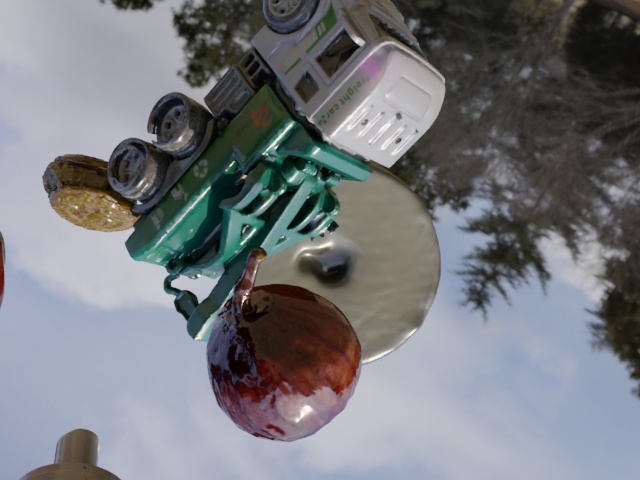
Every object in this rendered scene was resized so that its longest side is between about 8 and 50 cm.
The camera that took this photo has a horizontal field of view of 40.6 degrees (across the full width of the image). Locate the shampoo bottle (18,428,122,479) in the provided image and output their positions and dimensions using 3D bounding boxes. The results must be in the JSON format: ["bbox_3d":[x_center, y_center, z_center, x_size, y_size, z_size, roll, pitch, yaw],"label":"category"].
[{"bbox_3d":[-0.153,0.236,0.489,0.092,0.092,0.303,19,-147,-22],"label":"shampoo bottle"}]

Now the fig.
[{"bbox_3d":[-0.029,0.088,0.663,0.128,0.128,0.150,31,161,9],"label":"fig"}]

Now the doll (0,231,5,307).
[{"bbox_3d":[-0.245,0.038,0.544,0.085,0.183,0.217,9,-173,-19],"label":"doll"}]

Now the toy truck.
[{"bbox_3d":[-0.046,-0.082,0.842,0.177,0.363,0.178,18,-150,-54],"label":"toy truck"}]

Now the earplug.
[{"bbox_3d":[0.000,0.000,1.398,0.313,0.312,0.394,24,-171,-10],"label":"earplug"}]

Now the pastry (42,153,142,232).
[{"bbox_3d":[-0.236,-0.050,0.908,0.109,0.097,0.057,13,-113,-12],"label":"pastry"}]
